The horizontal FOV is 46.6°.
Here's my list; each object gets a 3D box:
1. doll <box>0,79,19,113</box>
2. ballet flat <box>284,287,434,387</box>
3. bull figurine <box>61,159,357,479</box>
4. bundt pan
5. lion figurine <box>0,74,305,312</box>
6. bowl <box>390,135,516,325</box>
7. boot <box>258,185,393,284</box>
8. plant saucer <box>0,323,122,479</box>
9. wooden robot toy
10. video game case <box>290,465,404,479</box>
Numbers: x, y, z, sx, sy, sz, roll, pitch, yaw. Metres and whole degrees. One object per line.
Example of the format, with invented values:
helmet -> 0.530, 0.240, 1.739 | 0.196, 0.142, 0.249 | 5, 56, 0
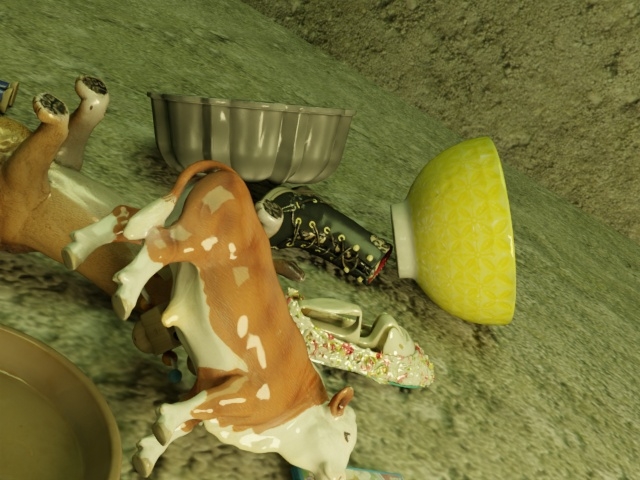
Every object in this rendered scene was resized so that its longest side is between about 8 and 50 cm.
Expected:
doll -> -0.546, -0.243, 1.084 | 0.189, 0.046, 0.129 | 19, 22, -16
ballet flat -> 0.045, 0.116, 0.881 | 0.241, 0.077, 0.091 | 17, 23, -22
bull figurine -> -0.082, 0.089, 0.635 | 0.188, 0.101, 0.310 | -22, 91, -41
bundt pan -> -0.109, -0.161, 1.177 | 0.331, 0.124, 0.331 | 5, 11, -1
lion figurine -> -0.231, -0.015, 0.769 | 0.392, 0.240, 0.142 | 39, 30, -11
bowl -> 0.189, -0.008, 1.127 | 0.156, 0.289, 0.289 | -6, 23, 4
boot -> 0.001, -0.002, 1.079 | 0.179, 0.085, 0.236 | 33, 20, 12
plant saucer -> -0.281, 0.143, 0.522 | 0.278, 0.041, 0.278 | 22, 22, -9
wooden robot toy -> -0.143, 0.092, 0.713 | 0.076, 0.079, 0.173 | -17, 84, -45
video game case -> 0.046, 0.262, 0.641 | 0.119, 0.015, 0.166 | 16, 25, -24
